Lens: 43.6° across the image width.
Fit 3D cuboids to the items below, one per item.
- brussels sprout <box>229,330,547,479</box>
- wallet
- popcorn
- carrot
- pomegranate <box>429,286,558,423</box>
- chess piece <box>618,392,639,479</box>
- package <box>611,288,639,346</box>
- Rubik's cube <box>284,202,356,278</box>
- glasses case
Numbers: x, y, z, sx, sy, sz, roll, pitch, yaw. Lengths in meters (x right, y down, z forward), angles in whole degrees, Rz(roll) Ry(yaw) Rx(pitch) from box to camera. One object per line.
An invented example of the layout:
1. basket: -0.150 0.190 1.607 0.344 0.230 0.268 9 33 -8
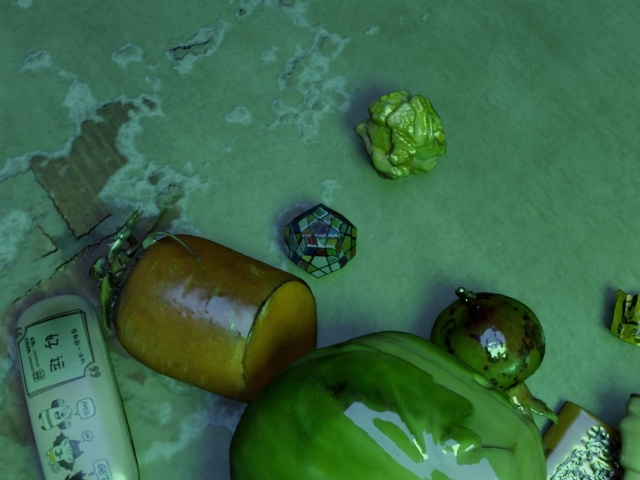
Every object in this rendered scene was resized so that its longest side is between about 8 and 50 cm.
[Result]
1. brussels sprout: 0.071 0.262 0.959 0.371 0.276 0.314 -16 70 23
2. wallet: 0.377 0.328 1.073 0.196 0.042 0.161 34 74 12
3. popcorn: 0.122 -0.157 1.203 0.126 0.145 0.125 -33 79 -3
4. carrot: -0.171 0.091 1.080 0.331 0.214 0.193 21 69 12
5. pomegranate: 0.238 0.168 1.080 0.156 0.156 0.220 -24 75 -8
6. chess piece: 0.397 0.360 0.991 0.139 0.124 0.307 33 79 -19
7. package: 0.479 0.118 1.148 0.131 0.047 0.071 11 72 6
8. Rubik's cube: 0.000 0.000 1.171 0.111 0.111 0.093 3 43 2
9. glasses case: -0.337 0.224 1.100 0.122 0.075 0.314 -17 70 -9
